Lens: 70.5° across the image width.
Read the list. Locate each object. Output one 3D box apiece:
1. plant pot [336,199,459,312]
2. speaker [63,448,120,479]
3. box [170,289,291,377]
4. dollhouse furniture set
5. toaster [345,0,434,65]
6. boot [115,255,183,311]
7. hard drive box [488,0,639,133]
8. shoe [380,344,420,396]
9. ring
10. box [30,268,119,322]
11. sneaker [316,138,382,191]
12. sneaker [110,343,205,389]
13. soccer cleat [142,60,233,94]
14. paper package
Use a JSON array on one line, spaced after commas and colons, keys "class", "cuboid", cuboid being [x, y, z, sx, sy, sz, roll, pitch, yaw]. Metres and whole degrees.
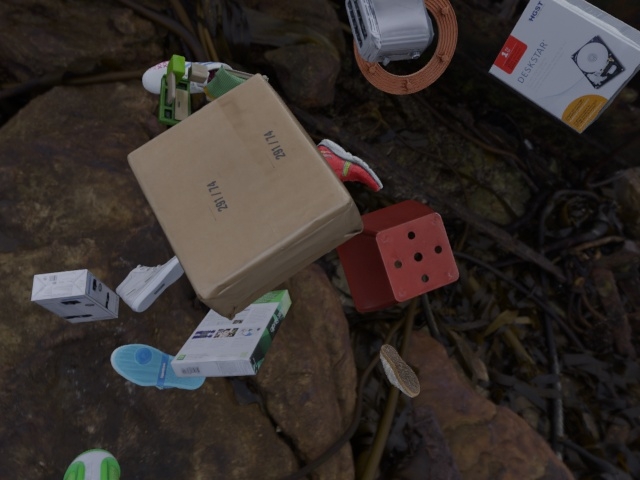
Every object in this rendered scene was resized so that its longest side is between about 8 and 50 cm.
[{"class": "plant pot", "cuboid": [0.215, 0.042, 1.215, 0.268, 0.236, 0.266, -19, 93, -13]}, {"class": "speaker", "cuboid": [-0.500, 0.581, 0.987, 0.131, 0.297, 0.131, -3, 98, -25]}, {"class": "box", "cuboid": [-0.237, 0.253, 1.276, 0.322, 0.233, 0.058, -64, 143, -59]}, {"class": "dollhouse furniture set", "cuboid": [-0.338, -0.447, 1.440, 0.302, 0.198, 0.151, 2, 84, -31]}, {"class": "toaster", "cuboid": [0.150, -0.516, 1.029, 0.147, 0.129, 0.226, -16, 92, -10]}, {"class": "boot", "cuboid": [-0.565, 0.110, 1.528, 0.123, 0.095, 0.258, 36, 66, 15]}, {"class": "hard drive box", "cuboid": [0.491, -0.359, 0.901, 0.089, 0.181, 0.232, -33, 67, -33]}, {"class": "shoe", "cuboid": [0.262, 0.446, 1.527, 0.077, 0.058, 0.219, 6, 29, -26]}, {"class": "ring", "cuboid": [0.273, -0.635, 1.440, 0.337, 0.336, 0.032, 19, 25, -18]}, {"class": "box", "cuboid": [-0.821, 0.197, 1.543, 0.169, 0.290, 0.087, -6, 66, -7]}, {"class": "sneaker", "cuboid": [0.088, -0.234, 1.565, 0.279, 0.107, 0.118, 35, 89, 18]}, {"class": "sneaker", "cuboid": [-0.575, 0.439, 1.539, 0.319, 0.208, 0.126, 30, 59, -32]}, {"class": "soccer cleat", "cuboid": [-0.473, -0.589, 1.637, 0.332, 0.115, 0.143, -11, 31, -13]}, {"class": "paper package", "cuboid": [-0.134, -0.081, 0.832, 0.310, 0.168, 0.324, -33, 68, -4]}]
